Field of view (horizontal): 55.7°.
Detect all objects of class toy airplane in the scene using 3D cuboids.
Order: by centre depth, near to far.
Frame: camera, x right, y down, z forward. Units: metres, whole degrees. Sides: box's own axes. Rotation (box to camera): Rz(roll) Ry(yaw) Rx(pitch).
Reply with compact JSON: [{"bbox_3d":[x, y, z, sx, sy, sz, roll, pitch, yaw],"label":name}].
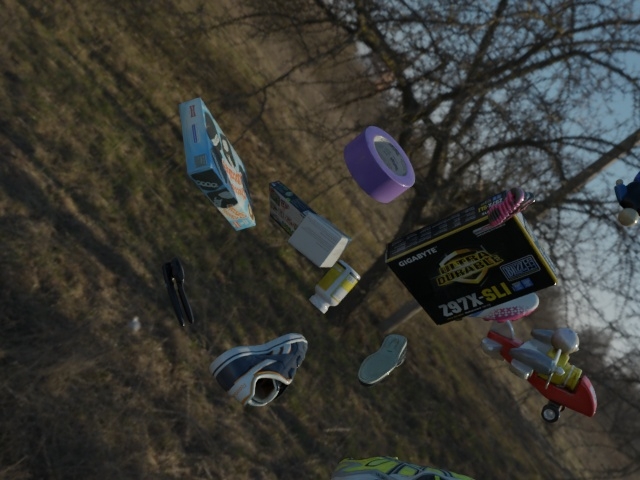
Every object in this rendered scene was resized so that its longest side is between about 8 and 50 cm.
[{"bbox_3d":[0.741,0.383,2.047,0.384,0.272,0.386,27,25,-20],"label":"toy airplane"}]

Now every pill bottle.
[{"bbox_3d":[0.047,0.166,2.156,0.103,0.184,0.103,42,-3,3],"label":"pill bottle"}]

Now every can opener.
[{"bbox_3d":[-0.387,0.141,1.635,0.073,0.059,0.186,130,-52,-74],"label":"can opener"}]

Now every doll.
[{"bbox_3d":[0.668,-0.093,1.238,0.129,0.189,0.046,37,-28,26],"label":"doll"}]

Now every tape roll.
[{"bbox_3d":[0.153,-0.196,1.565,0.189,0.080,0.189,34,36,-30],"label":"tape roll"}]

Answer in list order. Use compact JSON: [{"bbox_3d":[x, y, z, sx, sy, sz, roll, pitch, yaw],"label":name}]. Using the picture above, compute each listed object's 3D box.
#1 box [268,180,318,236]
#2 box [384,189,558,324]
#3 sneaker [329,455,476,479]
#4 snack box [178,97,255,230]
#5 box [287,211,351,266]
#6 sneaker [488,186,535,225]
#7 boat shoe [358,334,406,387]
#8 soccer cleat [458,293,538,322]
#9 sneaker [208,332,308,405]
[{"bbox_3d":[-0.077,-0.070,1.674,0.207,0.036,0.114,43,-37,42],"label":"box"},{"bbox_3d":[0.357,0.054,1.446,0.257,0.322,0.079,48,32,-29],"label":"box"},{"bbox_3d":[0.211,0.576,1.445,0.384,0.145,0.147,6,19,2],"label":"sneaker"},{"bbox_3d":[-0.242,-0.171,1.458,0.322,0.060,0.187,62,15,-66],"label":"snack box"},{"bbox_3d":[0.000,0.000,1.391,0.102,0.087,0.101,38,8,14],"label":"box"},{"bbox_3d":[0.393,-0.065,1.244,0.057,0.119,0.047,2,62,-23],"label":"sneaker"},{"bbox_3d":[0.176,0.345,1.671,0.084,0.079,0.233,15,26,27],"label":"boat shoe"},{"bbox_3d":[0.509,0.179,1.905,0.116,0.331,0.143,-71,148,-52],"label":"soccer cleat"},{"bbox_3d":[-0.117,0.310,1.424,0.127,0.126,0.321,50,26,22],"label":"sneaker"}]
